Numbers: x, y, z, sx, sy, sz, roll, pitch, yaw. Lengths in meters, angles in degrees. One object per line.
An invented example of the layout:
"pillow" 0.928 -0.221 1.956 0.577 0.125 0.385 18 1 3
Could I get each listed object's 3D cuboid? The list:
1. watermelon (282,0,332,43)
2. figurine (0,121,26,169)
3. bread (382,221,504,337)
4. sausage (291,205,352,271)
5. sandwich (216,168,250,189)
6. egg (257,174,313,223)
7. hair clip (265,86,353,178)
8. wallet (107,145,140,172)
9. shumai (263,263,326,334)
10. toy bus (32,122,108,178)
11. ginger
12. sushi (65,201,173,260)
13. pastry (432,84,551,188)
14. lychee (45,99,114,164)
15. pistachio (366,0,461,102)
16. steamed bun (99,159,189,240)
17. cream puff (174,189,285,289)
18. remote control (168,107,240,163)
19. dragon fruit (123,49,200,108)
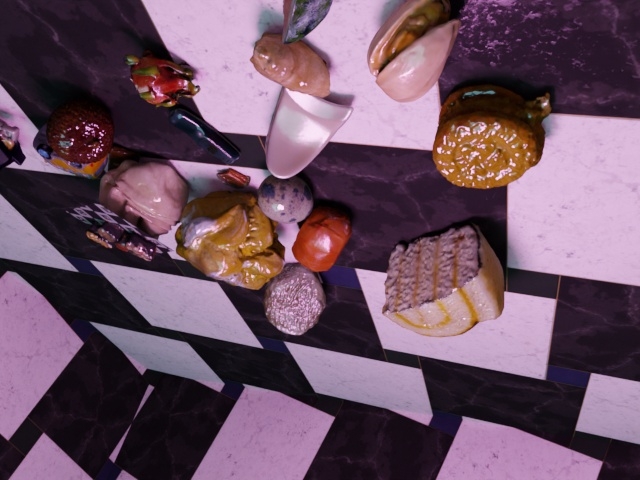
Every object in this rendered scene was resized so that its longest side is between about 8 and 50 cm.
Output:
"watermelon" -0.036 -0.454 1.313 0.101 0.080 0.155 -6 132 -31
"figurine" -1.069 -0.335 2.082 0.308 0.143 0.308 33 156 16
"bread" 0.389 0.128 1.895 0.264 0.239 0.395 30 149 -27
"sausage" 0.001 0.001 1.985 0.141 0.153 0.268 33 152 0
"sandwich" -0.261 -0.182 1.964 0.101 0.026 0.069 24 152 -7
"egg" -0.094 -0.117 1.859 0.141 0.141 0.181 -10 157 42
"hair clip" -0.051 -0.264 1.612 0.172 0.113 0.282 26 121 -8
"wallet" -0.622 -0.241 2.087 0.095 0.026 0.176 19 154 -12
"shumai" -0.085 0.188 2.391 0.225 0.222 0.261 5 113 4
"toy bus" -0.750 -0.270 2.010 0.209 0.126 0.136 17 152 10
"ginger" -0.062 -0.367 1.419 0.193 0.123 0.115 28 116 -5
"sushi" -0.635 -0.008 2.043 0.292 0.059 0.294 36 157 -27
"pastry" 0.360 -0.211 1.423 0.235 0.132 0.240 12 151 16
"lychee" -0.671 -0.305 1.850 0.194 0.194 0.194 15 151 9
"pistachio" 0.181 -0.366 1.264 0.157 0.157 0.229 26 145 -11
"steamed bun" -0.568 -0.108 2.075 0.289 0.203 0.276 0 152 21
"cream puff" -0.261 -0.018 2.036 0.378 0.276 0.378 25 180 0
"remote control" -0.315 -0.283 1.806 0.222 0.042 0.072 36 145 -28
"dragon fruit" -0.379 -0.393 1.604 0.175 0.138 0.142 -2 174 -3
